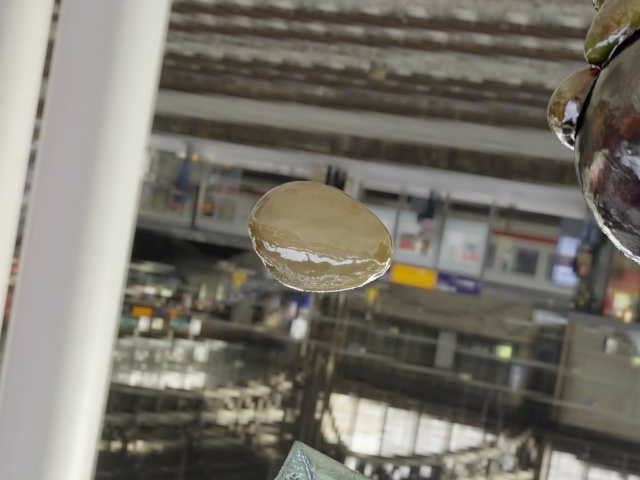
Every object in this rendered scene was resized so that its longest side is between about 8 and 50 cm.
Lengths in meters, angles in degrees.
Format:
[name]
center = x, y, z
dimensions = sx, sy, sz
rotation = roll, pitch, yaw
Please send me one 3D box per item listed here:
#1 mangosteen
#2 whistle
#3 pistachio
[mangosteen]
center = 0.257, -0.093, 0.941
dimensions = 0.211, 0.211, 0.250
rotation = 8, -136, -52
[whistle]
center = 0.092, 0.319, 1.527
dimensions = 0.312, 0.062, 0.062
rotation = 29, 177, -12
[pistachio]
center = 0.000, 0.000, 1.570
dimensions = 0.185, 0.126, 0.108
rotation = 21, 177, 25
